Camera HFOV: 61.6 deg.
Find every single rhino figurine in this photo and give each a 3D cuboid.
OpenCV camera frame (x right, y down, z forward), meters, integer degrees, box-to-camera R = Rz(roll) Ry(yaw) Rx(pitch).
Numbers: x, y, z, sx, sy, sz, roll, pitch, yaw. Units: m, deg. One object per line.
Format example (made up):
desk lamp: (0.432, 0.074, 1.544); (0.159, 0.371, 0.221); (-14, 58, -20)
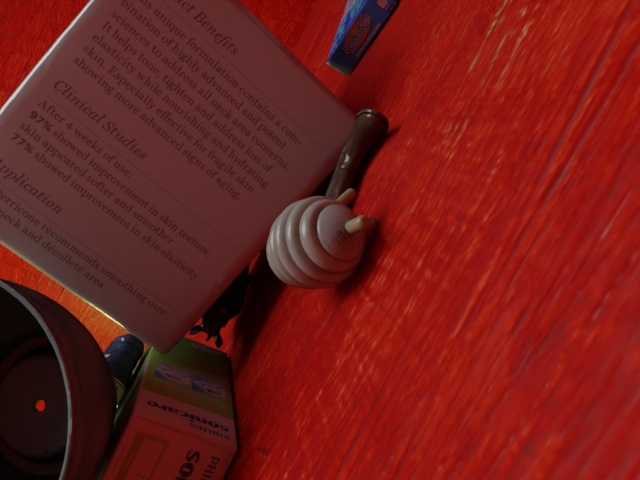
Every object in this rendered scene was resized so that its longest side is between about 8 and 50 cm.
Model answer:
rhino figurine: (-0.156, 0.089, 0.873); (0.106, 0.073, 0.243); (-51, 16, 23)

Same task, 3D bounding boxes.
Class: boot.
boot: (-0.298, 0.199, 0.746); (0.190, 0.069, 0.086); (-38, 21, 43)
boot: (0.030, -0.072, 0.572); (0.106, 0.037, 0.114); (119, 176, -74)

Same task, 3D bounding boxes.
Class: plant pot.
plant pot: (-0.339, 0.182, 0.559); (0.196, 0.293, 0.292); (53, -120, -77)

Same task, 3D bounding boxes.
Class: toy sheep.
toy sheep: (0.000, 0.000, 0.472); (0.132, 0.091, 0.091); (-34, 33, 53)

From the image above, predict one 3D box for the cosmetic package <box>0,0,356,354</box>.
cosmetic package: (-0.209, -0.130, 0.766); (0.393, 0.329, 0.327); (-47, 16, 4)

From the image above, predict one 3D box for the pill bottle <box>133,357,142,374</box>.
pill bottle: (-0.372, 0.348, 0.899); (0.318, 0.176, 0.176); (-43, 17, 5)

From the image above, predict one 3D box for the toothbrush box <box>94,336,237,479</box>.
toothbrush box: (-0.206, 0.260, 0.678); (0.206, 0.122, 0.283); (-64, 16, 4)

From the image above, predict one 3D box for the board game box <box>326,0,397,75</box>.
board game box: (0.085, -0.411, 0.924); (0.160, 0.047, 0.210); (-46, 22, 50)
